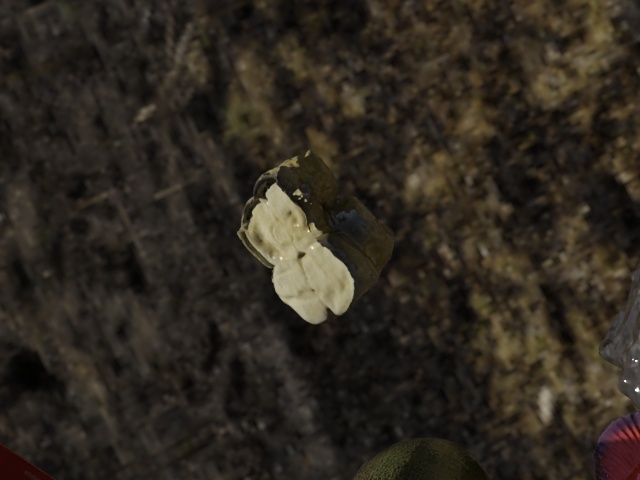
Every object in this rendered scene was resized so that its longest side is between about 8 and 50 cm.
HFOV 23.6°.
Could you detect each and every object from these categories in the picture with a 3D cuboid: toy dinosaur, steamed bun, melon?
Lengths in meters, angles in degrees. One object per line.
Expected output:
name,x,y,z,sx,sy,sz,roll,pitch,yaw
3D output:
toy dinosaur,0.425,0.250,1.835,0.070,0.286,0.139,48,-169,-51
steamed bun,0.000,0.000,1.744,0.177,0.106,0.192,46,144,13
melon,0.050,0.179,0.916,0.099,0.162,0.099,10,115,23

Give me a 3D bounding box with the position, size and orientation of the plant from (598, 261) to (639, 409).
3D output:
plant,0.371,0.016,1.164,0.213,0.215,0.312,-101,33,-71

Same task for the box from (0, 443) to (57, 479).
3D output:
box,-0.440,0.287,1.957,0.123,0.050,0.229,-1,147,40
